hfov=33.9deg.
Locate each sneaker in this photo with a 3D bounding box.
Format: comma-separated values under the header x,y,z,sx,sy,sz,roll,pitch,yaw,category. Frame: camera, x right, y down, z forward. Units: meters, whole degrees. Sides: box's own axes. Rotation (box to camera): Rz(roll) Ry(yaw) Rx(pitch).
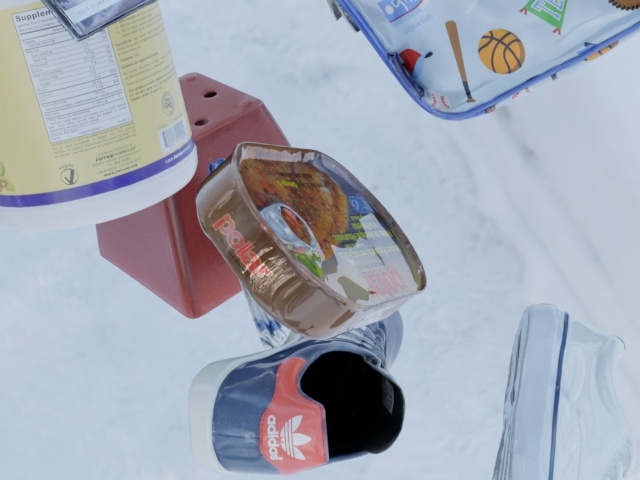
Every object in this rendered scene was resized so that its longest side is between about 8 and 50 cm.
x,y,z,sx,sy,sz,roll,pitch,yaw,category
0.170,0.151,0.720,0.091,0.094,0.258,14,51,6,sneaker
0.029,0.135,0.986,0.148,0.350,0.131,0,104,29,sneaker

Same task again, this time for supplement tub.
x,y,z,sx,sy,sz,roll,pitch,yaw,category
-0.283,-0.200,1.136,0.241,0.241,0.331,-18,111,-15,supplement tub

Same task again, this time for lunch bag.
x,y,z,sx,sy,sz,roll,pitch,yaw,category
0.137,-0.242,0.822,0.243,0.303,0.115,52,41,-15,lunch bag

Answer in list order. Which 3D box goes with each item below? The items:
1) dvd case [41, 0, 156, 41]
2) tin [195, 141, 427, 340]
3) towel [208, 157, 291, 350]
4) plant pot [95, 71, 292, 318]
x,y,z,sx,sy,sz,roll,pitch,yaw,category
-0.207,-0.276,0.840,0.221,0.018,0.164,50,48,-2,dvd case
0.000,0.000,0.563,0.040,0.190,0.106,-45,76,17,tin
-0.062,0.050,1.326,0.034,0.209,0.285,-25,54,6,towel
-0.179,-0.090,1.536,0.267,0.235,0.267,-32,40,-28,plant pot
